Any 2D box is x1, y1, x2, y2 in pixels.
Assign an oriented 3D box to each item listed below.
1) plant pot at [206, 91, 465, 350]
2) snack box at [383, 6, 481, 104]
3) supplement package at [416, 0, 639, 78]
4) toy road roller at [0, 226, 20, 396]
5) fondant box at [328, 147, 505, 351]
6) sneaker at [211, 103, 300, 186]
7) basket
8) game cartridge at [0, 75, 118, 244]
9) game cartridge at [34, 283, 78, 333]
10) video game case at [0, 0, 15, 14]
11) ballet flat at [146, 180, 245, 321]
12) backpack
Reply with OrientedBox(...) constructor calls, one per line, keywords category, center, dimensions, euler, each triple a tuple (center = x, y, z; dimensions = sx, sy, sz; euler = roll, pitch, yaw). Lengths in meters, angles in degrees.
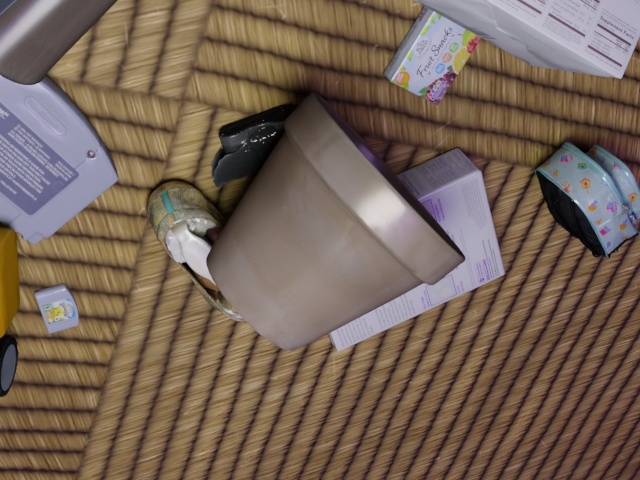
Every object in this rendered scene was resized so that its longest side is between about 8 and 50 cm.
OrientedBox(category="plant pot", center=(0.000, 0.000, 1.314), dimensions=(0.280, 0.323, 0.323), euler=(-43, 127, 8))
OrientedBox(category="snack box", center=(0.176, -0.291, 1.409), dimensions=(0.100, 0.037, 0.141), euler=(20, 112, -29))
OrientedBox(category="supplement package", center=(0.298, -0.353, 1.293), dimensions=(0.261, 0.204, 0.145), euler=(20, 95, -31))
OrientedBox(category="toy road roller", center=(-0.546, 0.132, 1.261), dimensions=(0.202, 0.241, 0.330), euler=(7, 118, -3))
OrientedBox(category="fondant box", center=(0.131, 0.018, 1.564), dimensions=(0.330, 0.096, 0.238), euler=(-25, 128, -5))
OrientedBox(category="sneaker", center=(-0.092, -0.144, 1.400), dimensions=(0.170, 0.051, 0.089), euler=(-18, 127, -4))
OrientedBox(category="basket", center=(-0.305, -0.319, 1.078), dimensions=(0.227, 0.204, 0.154), euler=(-36, 123, 16))
OrientedBox(category="game cartridge", center=(-0.430, -0.142, 1.267), dimensions=(0.196, 0.060, 0.294), euler=(-36, 128, 9))
OrientedBox(category="game cartridge", center=(-0.417, 0.109, 1.463), dimensions=(0.056, 0.017, 0.083), euler=(-18, 127, -14))
OrientedBox(category="video game case", center=(-0.337, -0.363, 1.014), dimensions=(0.196, 0.274, 0.026), euler=(-39, 137, 7))
OrientedBox(category="ballet flat", center=(-0.154, 0.050, 1.463), dimensions=(0.123, 0.123, 0.348), euler=(-34, 128, 3))
OrientedBox(category="backpack", center=(0.463, -0.082, 1.580), dimensions=(0.144, 0.166, 0.188), euler=(-44, 130, 9))
